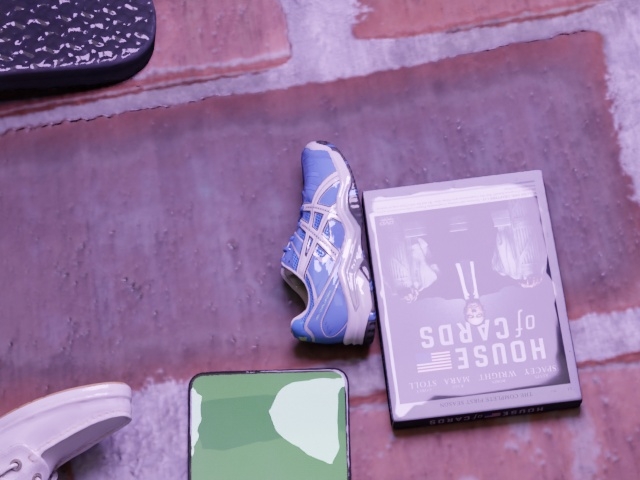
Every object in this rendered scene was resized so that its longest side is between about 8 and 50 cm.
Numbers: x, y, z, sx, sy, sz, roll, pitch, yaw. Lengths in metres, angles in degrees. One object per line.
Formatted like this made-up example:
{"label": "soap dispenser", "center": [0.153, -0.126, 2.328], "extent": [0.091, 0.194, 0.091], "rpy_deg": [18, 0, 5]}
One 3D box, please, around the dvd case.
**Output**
{"label": "dvd case", "center": [0.141, 0.053, 1.690], "extent": [0.179, 0.029, 0.239], "rpy_deg": [-7, 66, 0]}

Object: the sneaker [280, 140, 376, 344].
{"label": "sneaker", "center": [0.000, 0.000, 1.691], "extent": [0.081, 0.080, 0.211], "rpy_deg": [-7, 65, -4]}

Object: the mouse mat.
{"label": "mouse mat", "center": [-0.047, 0.209, 1.642], "extent": [0.152, 0.007, 0.190], "rpy_deg": [-2, 68, 2]}

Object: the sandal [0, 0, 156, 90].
{"label": "sandal", "center": [-0.389, -0.189, 1.791], "extent": [0.445, 0.107, 0.168], "rpy_deg": [-2, 65, -12]}

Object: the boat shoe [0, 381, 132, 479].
{"label": "boat shoe", "center": [-0.283, 0.220, 1.603], "extent": [0.277, 0.098, 0.096], "rpy_deg": [-27, 68, 1]}
